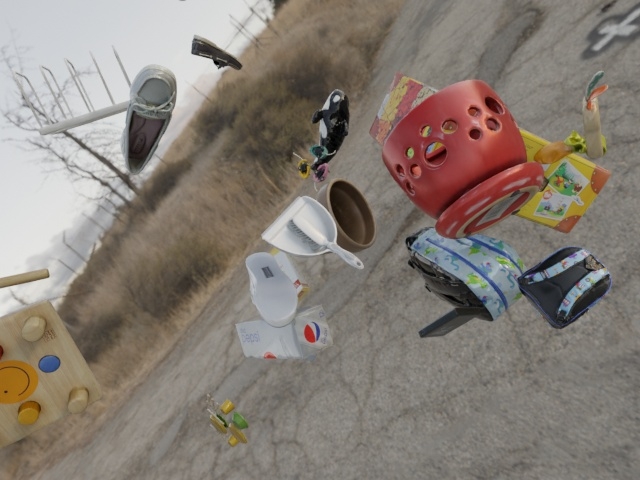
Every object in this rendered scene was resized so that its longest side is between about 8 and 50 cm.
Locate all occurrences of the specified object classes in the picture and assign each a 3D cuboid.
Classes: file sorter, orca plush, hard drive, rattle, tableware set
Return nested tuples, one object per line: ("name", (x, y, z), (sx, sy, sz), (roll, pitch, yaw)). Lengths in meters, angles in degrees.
("file sorter", (-0.678, -0.428, 1.274), (0.277, 0.173, 0.193), (-24, 21, -15))
("orca plush", (0.042, -0.365, 1.510), (0.102, 0.151, 0.288), (25, 87, 52))
("hard drive", (0.324, 0.207, 1.125), (0.135, 0.094, 0.022), (-46, 50, 42))
("rattle", (0.492, -0.237, 0.889), (0.142, 0.199, 0.130), (13, 86, 38))
("tableware set", (-0.170, 0.345, 0.843), (0.024, 0.104, 0.154), (-39, -28, -38))

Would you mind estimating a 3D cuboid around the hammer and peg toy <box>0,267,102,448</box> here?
("hammer and peg toy", (-0.626, 0.227, 0.877), (0.265, 0.362, 0.127), (-24, 21, -18))

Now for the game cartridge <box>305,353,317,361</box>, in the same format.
("game cartridge", (-0.105, 0.352, 1.733), (0.062, 0.197, 0.297), (-65, 17, 11))

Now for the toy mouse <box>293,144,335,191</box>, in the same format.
("toy mouse", (-0.002, -0.230, 1.341), (0.143, 0.031, 0.161), (-29, 65, 30))

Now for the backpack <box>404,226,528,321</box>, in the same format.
("backpack", (0.446, 0.098, 1.358), (0.273, 0.290, 0.355), (-33, 14, 8))

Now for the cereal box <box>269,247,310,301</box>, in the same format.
("cereal box", (-0.147, 0.148, 1.666), (0.173, 0.047, 0.240), (-50, 48, 22))

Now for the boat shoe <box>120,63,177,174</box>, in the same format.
("boat shoe", (-0.463, -0.316, 1.194), (0.320, 0.118, 0.103), (-48, 46, 37))

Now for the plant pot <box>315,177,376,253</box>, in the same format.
("plant pot", (0.031, -0.055, 1.577), (0.229, 0.263, 0.263), (-26, 25, 35))

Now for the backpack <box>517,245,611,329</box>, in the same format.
("backpack", (0.588, 0.108, 1.072), (0.173, 0.117, 0.158), (-40, 59, 8))

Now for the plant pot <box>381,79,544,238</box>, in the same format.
("plant pot", (0.211, -0.108, 0.664), (0.191, 0.174, 0.191), (-22, -21, -9))

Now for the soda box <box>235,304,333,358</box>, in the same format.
("soda box", (-0.096, 0.225, 1.077), (0.091, 0.098, 0.286), (-15, -2, -38))

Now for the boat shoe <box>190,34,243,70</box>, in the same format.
("boat shoe", (-0.340, -0.597, 1.463), (0.075, 0.206, 0.065), (26, 98, 32))

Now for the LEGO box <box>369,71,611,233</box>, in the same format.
("LEGO box", (0.431, -0.242, 1.209), (0.193, 0.499, 0.373), (-65, 24, 23))

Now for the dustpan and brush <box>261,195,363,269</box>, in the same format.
("dustpan and brush", (0.000, 0.000, 0.942), (0.147, 0.211, 0.060), (-49, -5, -27))

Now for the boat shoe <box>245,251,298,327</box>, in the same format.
("boat shoe", (-0.106, 0.120, 0.990), (0.095, 0.084, 0.258), (-10, 30, -11))
